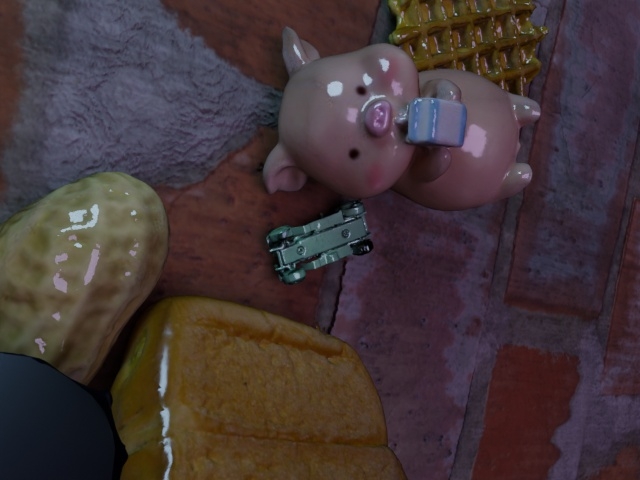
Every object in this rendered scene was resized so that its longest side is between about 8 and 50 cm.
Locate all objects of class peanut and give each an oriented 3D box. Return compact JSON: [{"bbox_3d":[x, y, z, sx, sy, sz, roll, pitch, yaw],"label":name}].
[{"bbox_3d":[-0.257,0.067,0.516,0.147,0.147,0.305,37,80,-30],"label":"peanut"}]

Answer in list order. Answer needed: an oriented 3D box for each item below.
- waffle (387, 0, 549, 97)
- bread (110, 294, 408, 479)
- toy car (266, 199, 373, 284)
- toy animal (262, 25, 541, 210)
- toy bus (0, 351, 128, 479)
[{"bbox_3d":[0.216,-0.279,0.821,0.301,0.058,0.281,5,92,-32],"label":"waffle"},{"bbox_3d":[-0.061,0.230,0.570,0.337,0.148,0.327,22,39,-44],"label":"bread"},{"bbox_3d":[0.000,0.000,0.715,0.143,0.054,0.073,-23,106,-25],"label":"toy car"},{"bbox_3d":[0.086,-0.124,0.661,0.256,0.213,0.194,9,94,-32],"label":"toy animal"},{"bbox_3d":[-0.328,0.137,0.336,0.387,0.162,0.171,21,47,-22],"label":"toy bus"}]
